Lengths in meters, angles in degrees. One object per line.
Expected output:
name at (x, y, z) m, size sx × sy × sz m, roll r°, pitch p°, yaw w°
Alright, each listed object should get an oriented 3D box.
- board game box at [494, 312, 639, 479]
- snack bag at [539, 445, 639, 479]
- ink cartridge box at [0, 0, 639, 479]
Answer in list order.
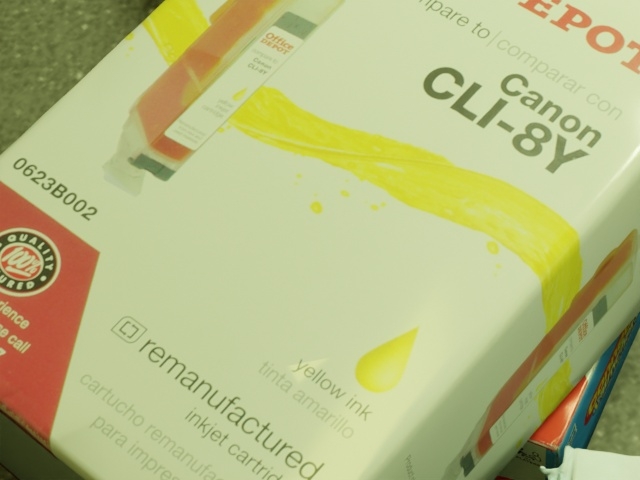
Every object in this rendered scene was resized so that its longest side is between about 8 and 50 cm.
board game box at (0.066, -0.029, 1.102) m, size 0.302 × 0.086 × 0.308 m, roll 19°, pitch 63°, yaw 18°
snack bag at (0.262, 0.222, 0.809) m, size 0.343 × 0.037 × 0.323 m, roll 2°, pitch 37°, yaw 11°
ink cartridge box at (0.000, 0.000, 0.946) m, size 0.279 × 0.160 × 0.384 m, roll 34°, pitch 68°, yaw 25°
